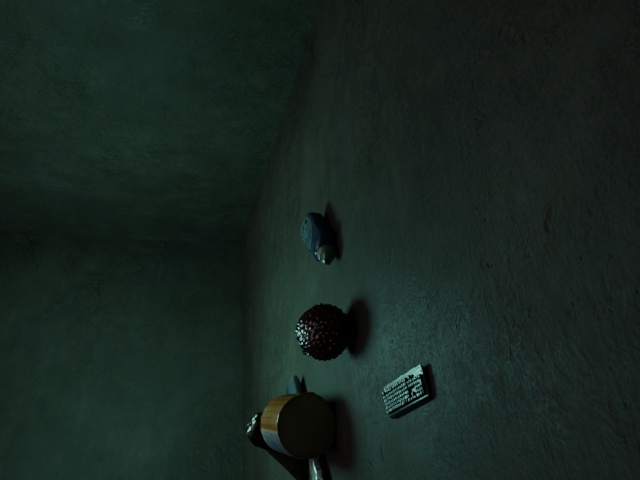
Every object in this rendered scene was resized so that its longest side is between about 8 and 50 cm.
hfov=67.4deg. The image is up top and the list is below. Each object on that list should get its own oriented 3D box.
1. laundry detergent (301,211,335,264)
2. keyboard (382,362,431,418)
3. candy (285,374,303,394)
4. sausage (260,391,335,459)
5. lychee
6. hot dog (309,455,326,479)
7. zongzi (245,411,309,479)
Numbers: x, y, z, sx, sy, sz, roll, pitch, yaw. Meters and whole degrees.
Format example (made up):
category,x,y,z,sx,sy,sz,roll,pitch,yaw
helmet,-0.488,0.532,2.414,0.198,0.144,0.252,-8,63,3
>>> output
category,x,y,z,sx,sy,sz,roll,pitch,yaw
laundry detergent,0.000,0.000,1.953,0.290,0.094,0.143,-121,45,-57
keyboard,0.219,0.393,1.246,0.230,0.025,0.093,119,148,-53
candy,-0.113,0.714,2.157,0.174,0.071,0.138,-108,27,-54
sausage,-0.092,0.699,1.821,0.287,0.233,0.233,133,138,-63
lychee,0.007,0.325,1.676,0.238,0.200,0.200,-57,30,30
hot dog,-0.006,0.878,1.810,0.192,0.053,0.099,-109,30,-58
zongzi,-0.158,0.863,1.944,0.138,0.286,0.300,-46,36,25
